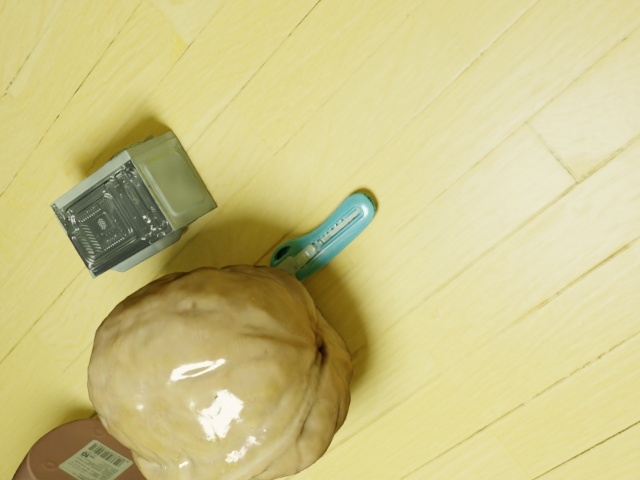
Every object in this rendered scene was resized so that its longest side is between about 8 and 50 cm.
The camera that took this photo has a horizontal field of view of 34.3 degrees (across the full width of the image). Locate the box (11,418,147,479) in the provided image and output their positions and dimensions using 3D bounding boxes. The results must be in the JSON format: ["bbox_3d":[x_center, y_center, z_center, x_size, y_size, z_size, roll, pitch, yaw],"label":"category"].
[{"bbox_3d":[-0.408,0.467,1.817,0.301,0.301,0.216,28,115,19],"label":"box"}]

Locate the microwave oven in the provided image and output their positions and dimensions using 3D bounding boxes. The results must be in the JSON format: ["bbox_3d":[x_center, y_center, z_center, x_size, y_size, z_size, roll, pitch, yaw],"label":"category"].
[{"bbox_3d":[-0.292,-0.051,1.604,0.208,0.122,0.162,-28,94,37],"label":"microwave oven"}]

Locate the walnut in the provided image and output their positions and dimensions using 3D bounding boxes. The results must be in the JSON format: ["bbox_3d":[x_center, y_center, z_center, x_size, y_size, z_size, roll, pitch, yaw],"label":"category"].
[{"bbox_3d":[-0.141,0.196,1.492,0.381,0.381,0.381,13,117,27],"label":"walnut"}]

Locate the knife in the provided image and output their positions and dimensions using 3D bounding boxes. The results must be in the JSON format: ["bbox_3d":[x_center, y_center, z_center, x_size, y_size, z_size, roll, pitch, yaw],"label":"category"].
[{"bbox_3d":[0.000,0.000,1.501,0.222,0.031,0.064,-39,88,37],"label":"knife"}]
